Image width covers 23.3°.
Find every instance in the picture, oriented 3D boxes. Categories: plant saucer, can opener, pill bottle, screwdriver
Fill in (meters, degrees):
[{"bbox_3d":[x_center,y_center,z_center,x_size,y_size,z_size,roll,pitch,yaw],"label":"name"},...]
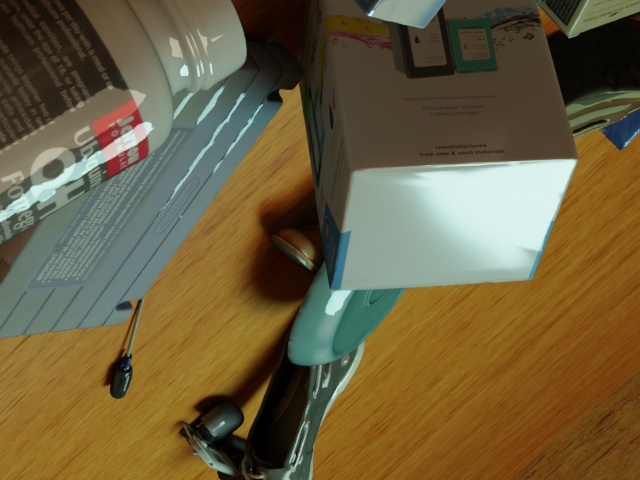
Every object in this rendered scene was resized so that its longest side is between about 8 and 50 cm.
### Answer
[{"bbox_3d":[0.071,0.029,1.883,0.317,0.044,0.317,-50,165,-19],"label":"plant saucer"},{"bbox_3d":[-0.110,0.287,2.151,0.095,0.076,0.283,-41,157,4],"label":"can opener"},{"bbox_3d":[-0.221,-0.109,1.160,0.318,0.176,0.176,-33,155,-15],"label":"pill bottle"},{"bbox_3d":[-0.215,0.123,1.775,0.025,0.024,0.170,7,133,-20],"label":"screwdriver"}]

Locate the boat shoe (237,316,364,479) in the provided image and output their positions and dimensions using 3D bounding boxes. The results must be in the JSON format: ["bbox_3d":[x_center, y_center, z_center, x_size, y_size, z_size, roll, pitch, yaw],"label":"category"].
[{"bbox_3d":[-0.052,0.245,2.056,0.095,0.112,0.335,18,97,-44],"label":"boat shoe"}]

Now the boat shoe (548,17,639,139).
[{"bbox_3d":[0.307,-0.184,1.897,0.324,0.122,0.120,-14,152,-30],"label":"boat shoe"}]

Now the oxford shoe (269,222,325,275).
[{"bbox_3d":[0.000,0.000,1.823,0.076,0.076,0.212,-55,164,7],"label":"oxford shoe"}]

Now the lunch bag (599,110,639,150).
[{"bbox_3d":[0.419,-0.180,2.111,0.098,0.065,0.067,-50,175,27],"label":"lunch bag"}]

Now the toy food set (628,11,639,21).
[{"bbox_3d":[0.395,-0.260,1.992,0.082,0.020,0.083,-25,152,-31],"label":"toy food set"}]

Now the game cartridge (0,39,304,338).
[{"bbox_3d":[-0.190,-0.049,1.465,0.230,0.068,0.355,1,134,-51],"label":"game cartridge"}]

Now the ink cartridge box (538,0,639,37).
[{"bbox_3d":[0.359,-0.345,1.706,0.235,0.088,0.193,-23,153,-34],"label":"ink cartridge box"}]

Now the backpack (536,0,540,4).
[{"bbox_3d":[0.189,-0.290,1.532,0.084,0.105,0.114,-2,134,-55],"label":"backpack"}]

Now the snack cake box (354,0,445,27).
[{"bbox_3d":[0.091,-0.311,1.173,0.264,0.152,0.089,-51,153,23],"label":"snack cake box"}]

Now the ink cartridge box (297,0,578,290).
[{"bbox_3d":[0.095,-0.122,1.420,0.197,0.270,0.198,-3,147,-8],"label":"ink cartridge box"}]
